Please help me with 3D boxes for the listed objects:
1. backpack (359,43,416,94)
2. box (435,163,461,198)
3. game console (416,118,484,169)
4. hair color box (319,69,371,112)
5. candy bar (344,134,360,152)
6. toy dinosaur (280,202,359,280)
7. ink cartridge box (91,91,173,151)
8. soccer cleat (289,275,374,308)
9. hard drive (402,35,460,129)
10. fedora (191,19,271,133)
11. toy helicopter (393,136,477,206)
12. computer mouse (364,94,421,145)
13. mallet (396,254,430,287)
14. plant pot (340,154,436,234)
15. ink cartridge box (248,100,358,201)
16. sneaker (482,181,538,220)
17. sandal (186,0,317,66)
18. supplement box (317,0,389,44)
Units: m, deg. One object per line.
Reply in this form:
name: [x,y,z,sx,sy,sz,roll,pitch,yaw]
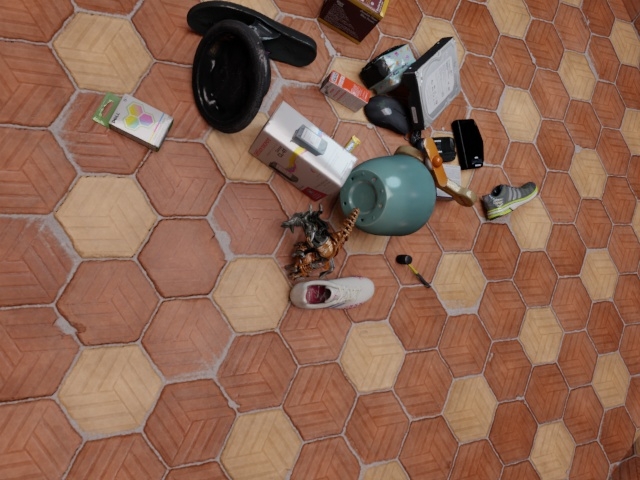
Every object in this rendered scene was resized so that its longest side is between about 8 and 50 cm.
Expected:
backpack: [0.273,-0.659,1.623,0.188,0.166,0.144,-42,102,-18]
box: [0.502,-0.236,1.727,0.126,0.072,0.137,2,83,-22]
game console: [0.545,-0.398,1.772,0.361,0.044,0.213,-10,88,-27]
hair color box: [0.092,-0.554,1.577,0.167,0.093,0.053,23,76,-20]
candy bar: [0.094,-0.330,1.596,0.040,0.018,0.161,43,70,-13]
toy dinosaur: [0.000,0.000,1.415,0.322,0.164,0.218,-36,78,2]
ink cartridge box: [-0.574,-0.372,1.296,0.209,0.062,0.109,26,76,-18]
soccer cleat: [0.060,0.187,1.461,0.331,0.143,0.116,-4,86,-23]
hard drive: [0.450,-0.621,1.667,0.339,0.064,0.237,-47,133,-32]
fedora: [-0.258,-0.514,1.355,0.152,0.334,0.334,-26,96,-54]
toy helicopter: [0.431,-0.243,1.573,0.355,0.235,0.140,33,72,3]
computer mouse: [0.305,-0.502,1.672,0.272,0.072,0.189,12,81,-21]
mallet: [0.365,0.122,1.659,0.039,0.062,0.190,-51,119,-17]
plant pot: [0.206,-0.148,1.434,0.235,0.293,0.293,-10,88,-51]
ink cartridge box: [-0.065,-0.285,1.413,0.306,0.226,0.131,33,72,-15]
sneaker: [0.828,-0.200,1.845,0.300,0.111,0.121,-28,92,-25]
sandal: [-0.217,-0.670,1.415,0.445,0.167,0.107,8,73,-22]
supplement box: [0.124,-0.873,1.567,0.191,0.194,0.129,22,77,-19]
